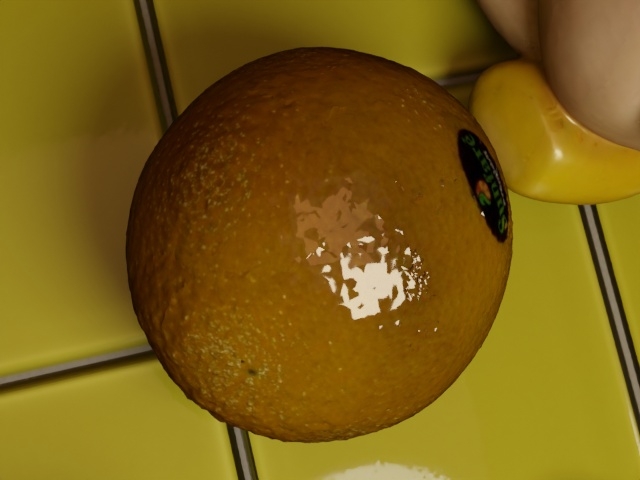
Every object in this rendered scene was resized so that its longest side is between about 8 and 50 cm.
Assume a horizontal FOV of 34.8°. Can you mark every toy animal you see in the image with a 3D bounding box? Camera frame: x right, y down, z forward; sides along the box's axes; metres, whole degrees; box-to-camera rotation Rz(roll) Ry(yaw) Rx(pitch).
[{"bbox_3d":[0.264,-0.205,0.782,0.277,0.247,0.345,-1,76,-16],"label":"toy animal"}]

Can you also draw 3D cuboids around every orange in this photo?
[{"bbox_3d":[0.000,0.000,0.701,0.274,0.274,0.274,2,80,-9],"label":"orange"}]
